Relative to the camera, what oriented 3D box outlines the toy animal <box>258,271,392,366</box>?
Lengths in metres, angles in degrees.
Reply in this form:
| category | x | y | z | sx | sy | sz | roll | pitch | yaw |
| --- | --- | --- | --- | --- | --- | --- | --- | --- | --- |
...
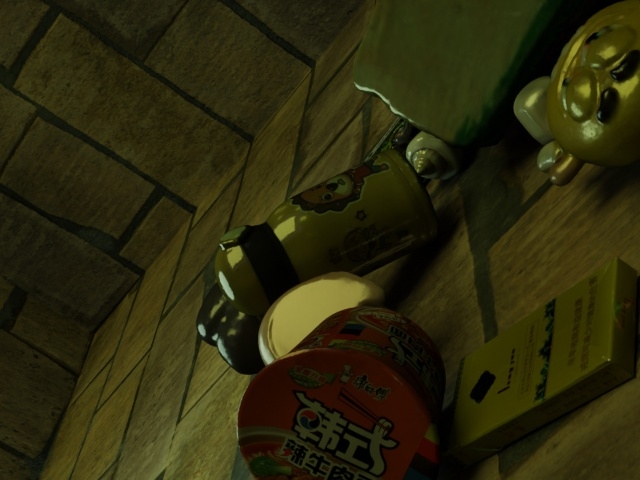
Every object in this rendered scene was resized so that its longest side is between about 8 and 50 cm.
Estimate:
| category | x | y | z | sx | sy | sz | roll | pitch | yaw |
| --- | --- | --- | --- | --- | --- | --- | --- | --- | --- |
| toy animal | 0.025 | 0.148 | 1.692 | 0.213 | 0.256 | 0.195 | -7 | 66 | 18 |

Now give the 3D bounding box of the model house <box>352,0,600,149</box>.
| category | x | y | z | sx | sy | sz | roll | pitch | yaw |
| --- | --- | --- | --- | --- | --- | --- | --- | --- | --- |
| model house | 0.277 | -0.372 | 1.807 | 0.343 | 0.335 | 0.382 | -25 | -36 | -50 |

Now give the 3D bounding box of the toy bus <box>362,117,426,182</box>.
| category | x | y | z | sx | sy | sz | roll | pitch | yaw |
| --- | --- | --- | --- | --- | --- | --- | --- | --- | --- |
| toy bus | 0.133 | -0.127 | 2.093 | 0.301 | 0.113 | 0.139 | -52 | 16 | 6 |

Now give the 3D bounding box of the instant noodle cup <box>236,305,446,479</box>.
| category | x | y | z | sx | sy | sz | roll | pitch | yaw |
| --- | --- | --- | --- | --- | --- | --- | --- | --- | --- |
| instant noodle cup | 0.045 | 0.209 | 1.442 | 0.250 | 0.250 | 0.192 | -49 | 0 | 26 |

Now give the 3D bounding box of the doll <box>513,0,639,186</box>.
| category | x | y | z | sx | sy | sz | roll | pitch | yaw |
| --- | --- | --- | --- | --- | --- | --- | --- | --- | --- |
| doll | 0.374 | -0.218 | 1.466 | 0.348 | 0.161 | 0.423 | -66 | 6 | -22 |

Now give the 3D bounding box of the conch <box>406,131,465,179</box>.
| category | x | y | z | sx | sy | sz | roll | pitch | yaw |
| --- | --- | --- | --- | --- | --- | --- | --- | --- | --- |
| conch | 0.206 | -0.165 | 1.974 | 0.094 | 0.104 | 0.176 | -8 | 39 | 31 |

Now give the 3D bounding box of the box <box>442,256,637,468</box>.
| category | x | y | z | sx | sy | sz | roll | pitch | yaw |
| --- | --- | --- | --- | --- | --- | --- | --- | --- | --- |
| box | 0.249 | 0.144 | 1.325 | 0.279 | 0.041 | 0.153 | -42 | 23 | 43 |

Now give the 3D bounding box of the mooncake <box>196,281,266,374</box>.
| category | x | y | z | sx | sy | sz | roll | pitch | yaw |
| --- | --- | --- | --- | --- | --- | --- | --- | --- | --- |
| mooncake | -0.093 | 0.149 | 1.978 | 0.133 | 0.245 | 0.245 | -57 | 15 | 10 |

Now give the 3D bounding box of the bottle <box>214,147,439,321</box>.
| category | x | y | z | sx | sy | sz | roll | pitch | yaw |
| --- | --- | --- | --- | --- | --- | --- | --- | --- | --- |
| bottle | 0.000 | 0.000 | 1.833 | 0.351 | 0.171 | 0.171 | -26 | 11 | -11 |
